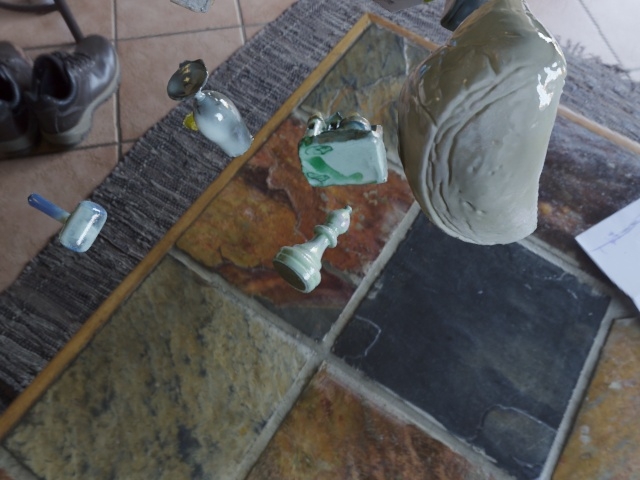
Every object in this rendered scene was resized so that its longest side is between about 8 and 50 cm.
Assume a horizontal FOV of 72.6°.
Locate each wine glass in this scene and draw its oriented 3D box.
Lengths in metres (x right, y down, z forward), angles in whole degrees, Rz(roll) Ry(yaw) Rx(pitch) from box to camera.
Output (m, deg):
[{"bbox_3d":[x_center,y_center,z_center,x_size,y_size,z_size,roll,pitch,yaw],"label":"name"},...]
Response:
[{"bbox_3d":[-0.233,-0.278,0.952,0.103,0.222,0.103,-7,65,16],"label":"wine glass"}]

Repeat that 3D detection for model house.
[{"bbox_3d":[0.086,-0.356,1.438,0.266,0.194,0.325,-2,49,18],"label":"model house"}]

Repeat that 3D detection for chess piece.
[{"bbox_3d":[0.000,0.000,1.185,0.139,0.139,0.272,34,66,12],"label":"chess piece"}]

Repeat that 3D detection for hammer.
[{"bbox_3d":[-0.587,-0.059,0.989,0.193,0.069,0.116,27,84,12],"label":"hammer"}]

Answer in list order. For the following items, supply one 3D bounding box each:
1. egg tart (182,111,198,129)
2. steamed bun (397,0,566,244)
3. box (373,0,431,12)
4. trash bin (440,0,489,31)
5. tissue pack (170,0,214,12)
[{"bbox_3d":[-0.473,-0.455,1.666,0.105,0.105,0.039,-27,77,-15],"label":"egg tart"},{"bbox_3d":[0.244,-0.171,0.731,0.236,0.384,0.247,-7,50,15],"label":"steamed bun"},{"bbox_3d":[0.013,-0.273,0.281,0.260,0.194,0.111,20,100,-25],"label":"box"},{"bbox_3d":[0.390,-0.646,1.107,0.101,0.177,0.237,18,60,-6],"label":"trash bin"},{"bbox_3d":[-0.176,-0.581,0.780,0.238,0.239,0.306,7,53,0],"label":"tissue pack"}]
